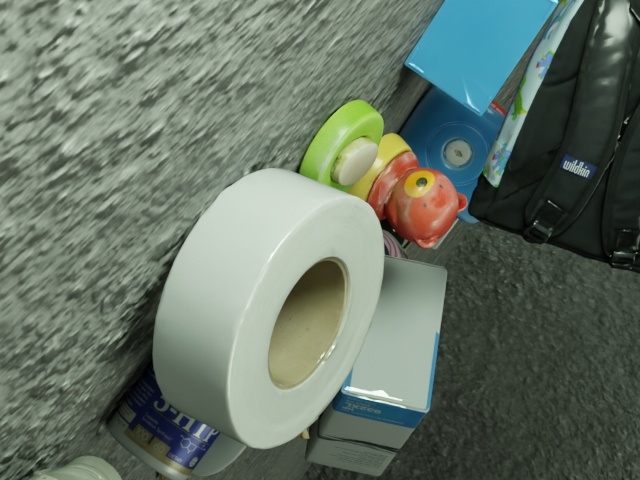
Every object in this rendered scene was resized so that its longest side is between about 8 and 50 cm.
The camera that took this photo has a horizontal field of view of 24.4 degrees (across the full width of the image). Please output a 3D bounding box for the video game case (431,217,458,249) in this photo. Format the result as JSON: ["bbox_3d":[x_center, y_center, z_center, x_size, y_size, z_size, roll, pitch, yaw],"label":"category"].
[{"bbox_3d":[0.229,-0.102,2.458,0.206,0.026,0.227,-54,-168,12],"label":"video game case"}]

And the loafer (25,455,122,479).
[{"bbox_3d":[-0.260,0.271,1.537,0.111,0.112,0.319,-56,179,-16],"label":"loafer"}]

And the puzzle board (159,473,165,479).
[{"bbox_3d":[-0.207,0.301,2.176,0.096,0.011,0.128,-51,171,-22],"label":"puzzle board"}]

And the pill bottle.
[{"bbox_3d":[-0.146,0.169,1.689,0.187,0.112,0.112,-54,171,-2],"label":"pill bottle"}]

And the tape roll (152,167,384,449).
[{"bbox_3d":[-0.049,0.072,1.552,0.286,0.100,0.286,-41,142,-42],"label":"tape roll"}]

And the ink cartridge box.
[{"bbox_3d":[0.076,0.186,2.156,0.307,0.129,0.223,112,-12,-62],"label":"ink cartridge box"}]

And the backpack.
[{"bbox_3d":[0.372,-0.176,1.861,0.273,0.290,0.356,-70,174,-63],"label":"backpack"}]

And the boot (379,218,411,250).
[{"bbox_3d":[0.158,-0.056,2.374,0.198,0.077,0.137,-61,-167,-12],"label":"boot"}]

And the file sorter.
[{"bbox_3d":[0.209,-0.264,1.873,0.170,0.118,0.104,-57,173,17],"label":"file sorter"}]

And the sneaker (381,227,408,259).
[{"bbox_3d":[0.057,0.015,2.235,0.112,0.131,0.319,-19,157,11],"label":"sneaker"}]

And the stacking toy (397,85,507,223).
[{"bbox_3d":[0.227,-0.154,2.249,0.166,0.175,0.302,-55,177,17],"label":"stacking toy"}]

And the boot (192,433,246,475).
[{"bbox_3d":[-0.106,0.215,2.078,0.258,0.095,0.123,-58,172,-7],"label":"boot"}]

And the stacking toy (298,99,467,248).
[{"bbox_3d":[0.040,-0.005,1.781,0.309,0.130,0.279,-52,160,-9],"label":"stacking toy"}]

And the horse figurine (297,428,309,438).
[{"bbox_3d":[-0.030,0.202,2.175,0.263,0.066,0.174,142,-44,-79],"label":"horse figurine"}]
